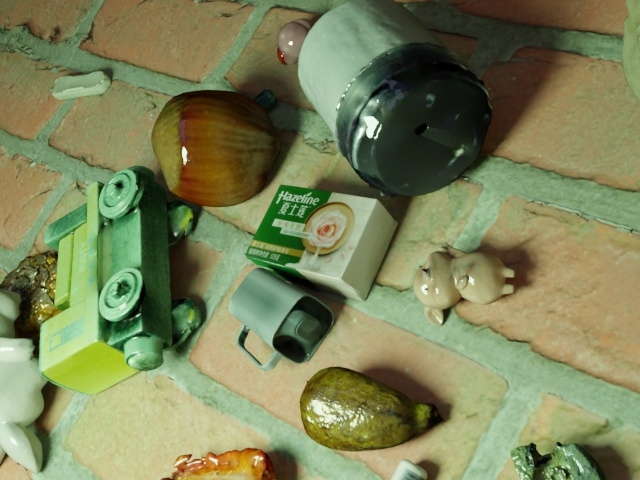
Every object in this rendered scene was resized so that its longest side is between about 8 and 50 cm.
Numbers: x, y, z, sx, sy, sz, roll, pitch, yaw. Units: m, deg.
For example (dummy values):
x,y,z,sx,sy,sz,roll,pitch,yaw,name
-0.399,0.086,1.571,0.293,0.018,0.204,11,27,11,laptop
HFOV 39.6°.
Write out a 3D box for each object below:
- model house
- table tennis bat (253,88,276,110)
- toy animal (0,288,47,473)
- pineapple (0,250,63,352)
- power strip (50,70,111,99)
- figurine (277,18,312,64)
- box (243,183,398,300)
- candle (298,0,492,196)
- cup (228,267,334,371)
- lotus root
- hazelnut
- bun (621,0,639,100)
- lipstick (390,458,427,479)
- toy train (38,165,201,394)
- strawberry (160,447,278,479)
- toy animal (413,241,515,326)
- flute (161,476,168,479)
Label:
x,y,z,sx,sy,sz,roll,pitch,yaw,name
0.267,0.259,0.992,0.083,0.066,0.078,-29,51,15,model house
-0.162,-0.204,1.612,0.201,0.033,0.124,-37,52,12,table tennis bat
-0.556,0.235,1.498,0.209,0.154,0.325,-13,74,30,toy animal
-0.532,0.103,1.644,0.225,0.076,0.224,-19,53,27,pineapple
-0.532,-0.340,1.955,0.191,0.030,0.047,0,63,35,power strip
-0.046,-0.359,1.605,0.071,0.067,0.083,7,81,59,figurine
0.000,0.000,1.337,0.199,0.081,0.135,12,69,37,box
0.091,-0.232,1.328,0.221,0.221,0.342,-40,44,7,candle
-0.067,0.121,1.296,0.129,0.095,0.128,29,83,46,cup
0.059,0.221,1.147,0.191,0.094,0.108,3,99,31,lotus root
-0.179,-0.165,1.489,0.210,0.186,0.210,-18,58,32,hazelnut
0.500,-0.257,1.072,0.282,0.205,0.281,-8,71,24,bun
0.084,0.338,1.087,0.040,0.040,0.141,21,74,41,lipstick
-0.346,0.059,1.490,0.253,0.160,0.397,-28,50,23,toy train
-0.131,0.345,1.215,0.188,0.082,0.121,-4,40,43,strawberry
0.186,0.056,1.178,0.150,0.089,0.083,-7,37,35,toy animal
-0.257,0.470,1.257,0.014,0.014,0.269,-5,59,33,flute
